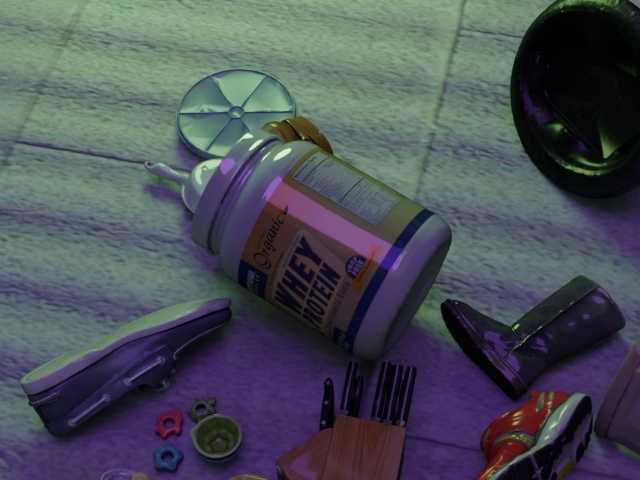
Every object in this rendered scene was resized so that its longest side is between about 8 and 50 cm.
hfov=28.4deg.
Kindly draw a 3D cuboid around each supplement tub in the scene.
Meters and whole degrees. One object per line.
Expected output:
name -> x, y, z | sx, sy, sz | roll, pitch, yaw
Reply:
supplement tub -> 0.000, 0.000, 1.776 | 0.316, 0.228, 0.228 | 30, 60, 13

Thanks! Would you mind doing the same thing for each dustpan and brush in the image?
dustpan and brush -> -0.184, -0.090, 1.979 | 0.211, 0.060, 0.147 | 29, 45, 10

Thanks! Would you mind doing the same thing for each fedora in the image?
fedora -> 0.455, -0.227, 1.968 | 0.152, 0.334, 0.334 | -3, 47, -40

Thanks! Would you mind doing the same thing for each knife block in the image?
knife block -> 0.075, 0.297, 1.662 | 0.242, 0.088, 0.275 | -28, 58, -17

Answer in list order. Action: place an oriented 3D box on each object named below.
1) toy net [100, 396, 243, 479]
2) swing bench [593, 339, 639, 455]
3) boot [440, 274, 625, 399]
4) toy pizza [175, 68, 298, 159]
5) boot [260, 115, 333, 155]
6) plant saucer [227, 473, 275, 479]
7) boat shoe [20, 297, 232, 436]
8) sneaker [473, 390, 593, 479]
toy net -> -0.221, 0.293, 1.701 | 0.232, 0.045, 0.122 | -29, 58, -18
swing bench -> 0.540, 0.198, 1.675 | 0.253, 0.165, 0.254 | 29, 60, 21
boot -> 0.302, 0.108, 1.804 | 0.208, 0.076, 0.189 | -37, 75, -15
toy pizza -> -0.137, -0.201, 2.072 | 0.201, 0.032, 0.201 | -1, 55, 2
boot -> -0.022, -0.105, 1.973 | 0.152, 0.073, 0.197 | -31, 91, -54
plant saucer -> -0.016, 0.412, 1.417 | 0.333, 0.081, 0.333 | 12, 23, 18
boat shoe -> -0.259, 0.172, 1.781 | 0.319, 0.116, 0.099 | -24, 100, -23
sneaker -> 0.252, 0.287, 1.644 | 0.118, 0.107, 0.279 | 7, 28, 38
